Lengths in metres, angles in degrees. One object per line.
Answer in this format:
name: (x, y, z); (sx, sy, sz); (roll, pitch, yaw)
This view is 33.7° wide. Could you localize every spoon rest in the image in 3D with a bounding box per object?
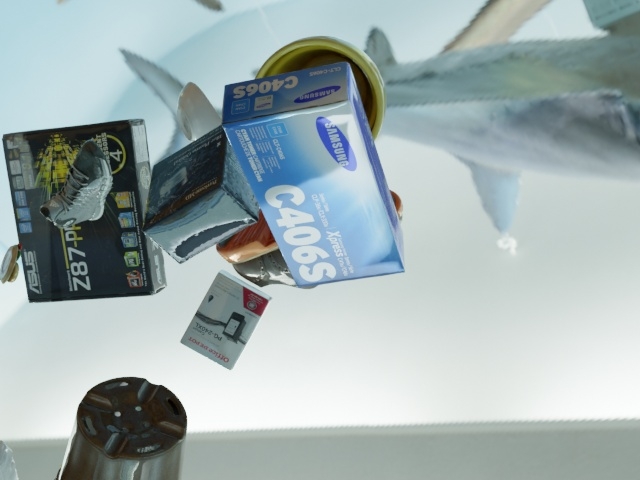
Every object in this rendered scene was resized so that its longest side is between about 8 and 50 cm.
spoon rest: (-0.201, -0.186, 2.049); (0.084, 0.137, 0.276); (-20, -109, -19)

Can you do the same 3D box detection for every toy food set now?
toy food set: (-0.597, 0.045, 2.038); (0.083, 0.020, 0.083); (-22, -126, 54)

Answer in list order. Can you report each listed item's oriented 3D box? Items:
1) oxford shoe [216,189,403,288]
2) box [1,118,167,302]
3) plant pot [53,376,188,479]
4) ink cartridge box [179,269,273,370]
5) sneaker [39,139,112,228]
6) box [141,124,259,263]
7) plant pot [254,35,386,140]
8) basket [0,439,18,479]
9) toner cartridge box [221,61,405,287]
oxford shoe: (0.000, 0.000, 1.732); (0.363, 0.133, 0.130); (-11, -142, 40)
box: (-0.530, -0.065, 2.384); (0.318, 0.395, 0.097); (-3, -171, 16)
plant pot: (-0.228, 0.258, 1.228); (0.166, 0.165, 0.167); (11, -145, -8)
ink cartridge box: (-0.171, 0.145, 1.917); (0.151, 0.109, 0.063); (-61, 180, 4)
sneaker: (-0.489, -0.093, 2.079); (0.132, 0.229, 0.086); (-30, -114, -31)
box: (-0.177, -0.073, 1.600); (0.156, 0.093, 0.158); (-28, -142, 23)
plant pot: (0.008, -0.275, 2.053); (0.254, 0.254, 0.239); (-24, -170, 14)
basket: (-0.579, 0.352, 1.304); (0.331, 0.328, 0.266); (24, -123, 3)
toner cartridge box: (0.000, -0.075, 1.412); (0.165, 0.348, 0.075); (-10, -130, 12)
